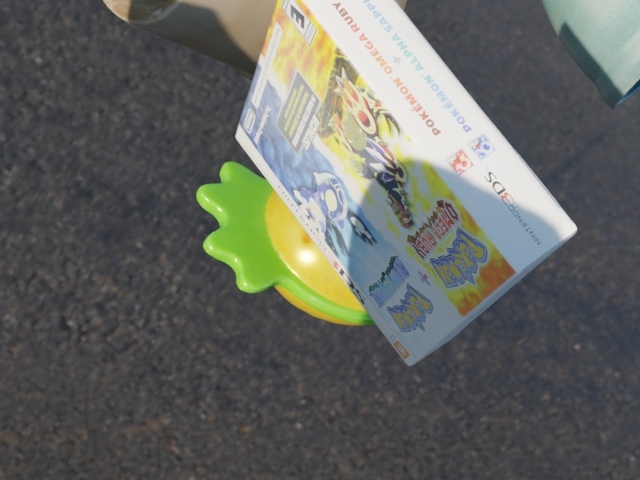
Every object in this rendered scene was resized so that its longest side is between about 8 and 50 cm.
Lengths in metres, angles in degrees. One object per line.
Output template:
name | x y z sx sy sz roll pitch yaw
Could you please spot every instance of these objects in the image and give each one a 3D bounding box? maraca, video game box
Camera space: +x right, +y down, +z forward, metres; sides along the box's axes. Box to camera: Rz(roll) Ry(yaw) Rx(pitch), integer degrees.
maraca | 0.000 0.000 0.856 0.186 0.099 0.127 11 48 -30
video game box | 0.033 -0.035 0.676 0.048 0.205 0.187 -36 81 -20

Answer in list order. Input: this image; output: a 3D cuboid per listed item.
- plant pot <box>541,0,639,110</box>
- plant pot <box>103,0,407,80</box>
plant pot | 0.307 -0.292 1.123 0.196 0.293 0.293 46 40 7
plant pot | -0.101 -0.337 1.400 0.280 0.323 0.323 -6 61 -49
